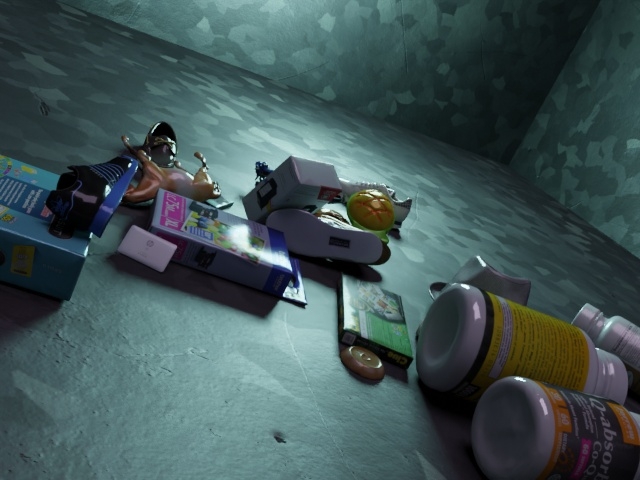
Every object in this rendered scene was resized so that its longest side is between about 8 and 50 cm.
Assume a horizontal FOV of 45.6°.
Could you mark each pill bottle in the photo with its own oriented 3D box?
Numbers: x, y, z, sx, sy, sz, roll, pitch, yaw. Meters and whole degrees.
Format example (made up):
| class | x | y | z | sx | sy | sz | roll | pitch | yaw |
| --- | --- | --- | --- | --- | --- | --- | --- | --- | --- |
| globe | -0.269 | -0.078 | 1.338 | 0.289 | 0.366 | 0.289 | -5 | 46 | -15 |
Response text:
| class | x | y | z | sx | sy | sz | roll | pitch | yaw |
| --- | --- | --- | --- | --- | --- | --- | --- | --- | --- |
| pill bottle | 0.682 | 0.248 | 1.735 | 0.229 | 0.131 | 0.131 | 34 | 21 | 23 |
| pill bottle | 0.350 | 0.212 | 1.315 | 0.334 | 0.188 | 0.188 | 21 | 20 | -14 |
| pill bottle | 0.380 | 0.306 | 1.149 | 0.278 | 0.162 | 0.162 | 16 | 21 | -26 |

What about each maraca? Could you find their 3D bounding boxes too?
| class | x | y | z | sx | sy | sz | roll | pitch | yaw |
| --- | --- | --- | --- | --- | --- | --- | --- | --- | --- |
| maraca | 0.122 | -0.055 | 1.878 | 0.127 | 0.099 | 0.185 | 14 | 45 | -4 |

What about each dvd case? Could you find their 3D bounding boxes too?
| class | x | y | z | sx | sy | sz | roll | pitch | yaw |
| --- | --- | --- | --- | --- | --- | --- | --- | --- | --- |
| dvd case | -0.254 | -0.101 | 1.633 | 0.119 | 0.013 | 0.087 | 30 | 19 | 12 |

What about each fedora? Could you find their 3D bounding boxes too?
| class | x | y | z | sx | sy | sz | roll | pitch | yaw |
| --- | --- | --- | --- | --- | --- | --- | --- | --- | --- |
| fedora | 0.366 | 0.111 | 1.639 | 0.244 | 0.124 | 0.275 | 30 | 9 | 24 |

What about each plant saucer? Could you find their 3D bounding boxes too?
| class | x | y | z | sx | sy | sz | roll | pitch | yaw |
| --- | --- | --- | --- | --- | --- | --- | --- | --- | --- |
| plant saucer | 0.072 | 0.199 | 1.259 | 0.083 | 0.015 | 0.083 | 23 | 19 | -9 |

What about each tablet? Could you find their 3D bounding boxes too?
| class | x | y | z | sx | sy | sz | roll | pitch | yaw |
| --- | --- | --- | --- | --- | --- | --- | --- | --- | --- |
| tablet | -0.284 | 0.013 | 1.250 | 0.083 | 0.006 | 0.054 | 26 | 64 | -1 |

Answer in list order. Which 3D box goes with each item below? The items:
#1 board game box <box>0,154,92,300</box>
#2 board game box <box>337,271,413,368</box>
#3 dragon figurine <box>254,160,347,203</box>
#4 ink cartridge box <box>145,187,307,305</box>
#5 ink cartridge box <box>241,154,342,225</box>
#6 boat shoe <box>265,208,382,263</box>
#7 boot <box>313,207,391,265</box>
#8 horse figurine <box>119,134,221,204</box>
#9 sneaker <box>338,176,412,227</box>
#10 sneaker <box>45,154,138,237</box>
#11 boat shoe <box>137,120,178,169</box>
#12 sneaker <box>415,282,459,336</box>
| class | x | y | z | sx | sy | sz | roll | pitch | yaw |
| --- | --- | --- | --- | --- | --- | --- | --- | --- | --- |
| board game box | -0.496 | -0.051 | 1.090 | 0.336 | 0.079 | 0.254 | 20 | 19 | -17 |
| board game box | 0.097 | 0.142 | 1.423 | 0.136 | 0.030 | 0.259 | 26 | 19 | -8 |
| dragon figurine | -0.054 | -0.113 | 1.750 | 0.144 | 0.085 | 0.289 | -19 | 35 | -21 |
| ink cartridge box | -0.164 | 0.009 | 1.393 | 0.311 | 0.065 | 0.186 | 22 | 20 | -17 |
| ink cartridge box | -0.061 | -0.095 | 1.606 | 0.127 | 0.175 | 0.072 | 6 | 56 | -45 |
| boat shoe | 0.000 | 0.000 | 1.608 | 0.258 | 0.095 | 0.084 | 19 | -9 | -16 |
| boot | 0.063 | -0.019 | 1.741 | 0.197 | 0.073 | 0.152 | 24 | 15 | -14 |
| horse figurine | -0.294 | -0.125 | 1.524 | 0.263 | 0.066 | 0.174 | 12 | 34 | -39 |
| sneaker | 0.140 | -0.124 | 2.078 | 0.235 | 0.095 | 0.090 | 30 | 21 | 16 |
| sneaker | -0.337 | -0.086 | 1.135 | 0.090 | 0.081 | 0.232 | 29 | 18 | -15 |
| boat shoe | -0.357 | -0.203 | 1.684 | 0.081 | 0.068 | 0.228 | 18 | 20 | -21 |
| sneaker | 0.258 | 0.154 | 1.487 | 0.084 | 0.058 | 0.152 | 34 | 51 | 15 |
